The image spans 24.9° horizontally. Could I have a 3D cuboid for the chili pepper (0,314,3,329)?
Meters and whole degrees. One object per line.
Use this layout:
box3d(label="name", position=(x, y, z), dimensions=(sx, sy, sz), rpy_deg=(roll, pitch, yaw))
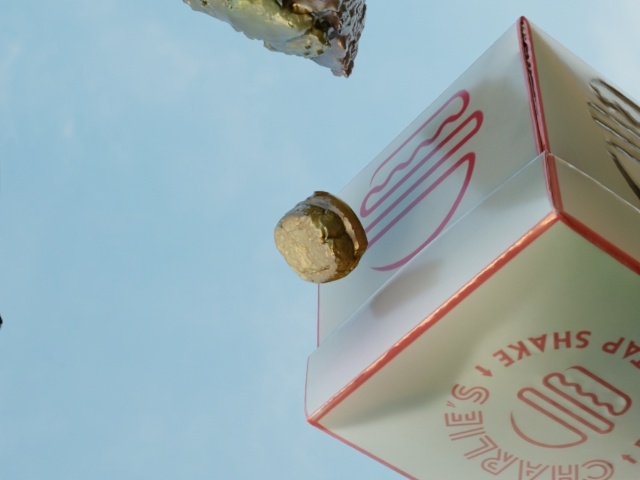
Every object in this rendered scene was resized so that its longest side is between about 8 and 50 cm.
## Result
box3d(label="chili pepper", position=(-0.217, -0.004, 0.775), dimensions=(0.148, 0.116, 0.264), rpy_deg=(-79, -5, -61))

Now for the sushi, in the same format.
box3d(label="sushi", position=(-0.045, -0.234, 1.343), dimensions=(0.241, 0.161, 0.107), rpy_deg=(63, -135, -76))

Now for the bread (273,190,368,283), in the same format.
box3d(label="bread", position=(0.000, 0.000, 1.226), dimensions=(0.046, 0.081, 0.083), rpy_deg=(-29, -36, -42))

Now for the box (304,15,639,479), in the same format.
box3d(label="box", position=(0.200, 0.045, 1.304), dimensions=(0.314, 0.312, 0.300), rpy_deg=(32, -145, -23))
